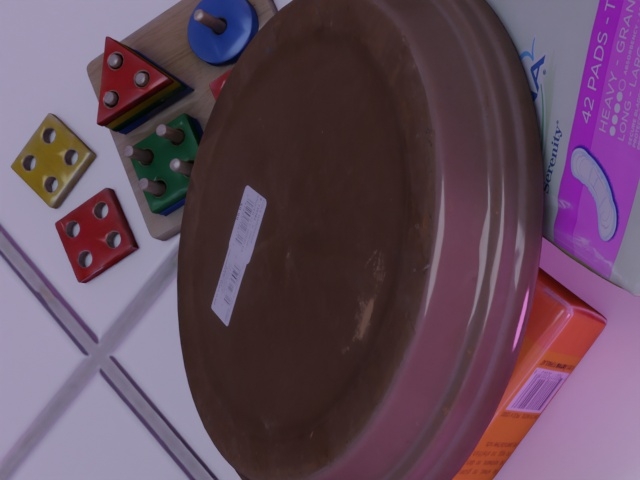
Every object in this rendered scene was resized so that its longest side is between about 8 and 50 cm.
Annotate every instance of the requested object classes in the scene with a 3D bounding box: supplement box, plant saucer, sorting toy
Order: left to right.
[{"bbox_3d":[-0.087,-0.085,0.813,0.275,0.046,0.132,-30,70,19],"label":"sorting toy"},{"bbox_3d":[0.000,0.000,0.629,0.278,0.041,0.277,-19,67,56],"label":"plant saucer"},{"bbox_3d":[0.047,0.110,0.702,0.078,0.080,0.233,40,98,26],"label":"supplement box"}]

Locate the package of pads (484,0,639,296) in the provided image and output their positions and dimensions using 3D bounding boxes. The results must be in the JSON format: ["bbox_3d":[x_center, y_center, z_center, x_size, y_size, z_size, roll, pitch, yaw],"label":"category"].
[{"bbox_3d":[0.126,-0.117,0.581,0.296,0.101,0.229,-134,49,-60],"label":"package of pads"}]
